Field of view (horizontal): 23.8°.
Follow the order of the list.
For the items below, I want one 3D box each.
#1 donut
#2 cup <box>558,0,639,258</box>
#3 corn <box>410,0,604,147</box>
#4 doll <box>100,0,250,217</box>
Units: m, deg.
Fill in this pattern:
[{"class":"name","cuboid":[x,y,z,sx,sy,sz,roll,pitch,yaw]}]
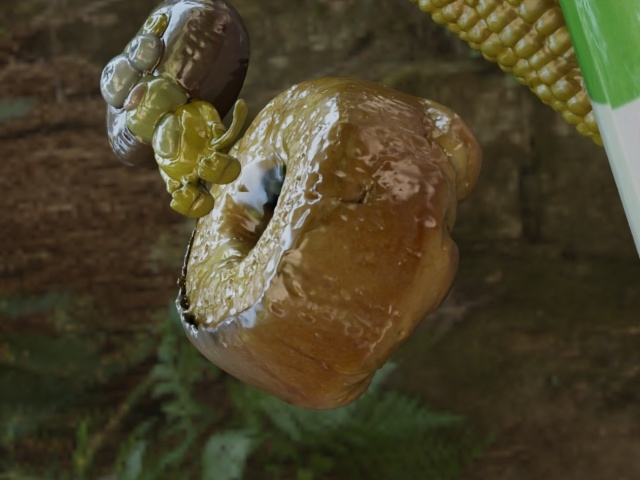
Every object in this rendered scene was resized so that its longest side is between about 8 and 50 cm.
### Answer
[{"class":"donut","cuboid":[0.000,0.000,1.272,0.317,0.150,0.299,-45,29,43]},{"class":"cup","cuboid":[0.219,-0.086,0.657,0.274,0.253,0.253,63,-172,-10]},{"class":"corn","cuboid":[0.082,-0.182,0.860,0.363,0.120,0.120,43,-177,2]},{"class":"doll","cuboid":[-0.100,-0.109,1.105,0.188,0.096,0.145,41,111,57]}]
